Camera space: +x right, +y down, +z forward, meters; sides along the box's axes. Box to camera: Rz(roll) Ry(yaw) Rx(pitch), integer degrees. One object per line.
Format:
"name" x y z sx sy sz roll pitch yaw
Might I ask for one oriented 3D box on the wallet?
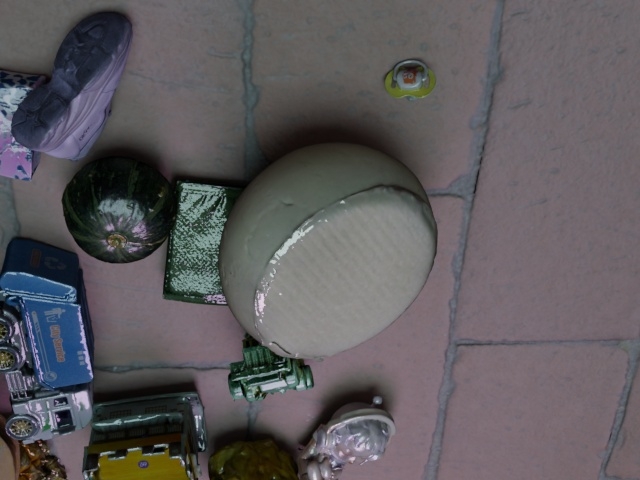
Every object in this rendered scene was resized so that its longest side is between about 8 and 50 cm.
"wallet" -0.187 0.004 1.455 0.160 0.055 0.236 4 116 -15

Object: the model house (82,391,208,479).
"model house" -0.330 0.406 1.580 0.224 0.215 0.198 -8 124 -4

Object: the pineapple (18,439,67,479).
"pineapple" -0.593 0.492 1.644 0.164 0.140 0.250 35 107 -26

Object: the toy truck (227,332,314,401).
"toy truck" -0.097 0.218 1.507 0.128 0.259 0.135 -13 80 4

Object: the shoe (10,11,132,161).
"shoe" -0.354 -0.227 1.270 0.095 0.137 0.245 34 87 17

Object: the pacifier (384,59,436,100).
"pacifier" 0.148 -0.255 1.356 0.083 0.068 0.064 1 157 11

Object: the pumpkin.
"pumpkin" -0.326 -0.050 1.349 0.190 0.146 0.190 -5 123 -7

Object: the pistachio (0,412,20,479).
"pistachio" -0.670 0.448 1.464 0.238 0.229 0.321 30 90 -20

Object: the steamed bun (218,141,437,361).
"steamed bun" 0.000 0.000 1.356 0.374 0.241 0.374 -20 139 -19

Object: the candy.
"candy" -0.482 -0.181 1.292 0.092 0.073 0.160 8 119 -11

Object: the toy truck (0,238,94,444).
"toy truck" -0.494 0.182 1.466 0.175 0.146 0.367 -6 121 -10

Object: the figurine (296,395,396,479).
"figurine" 0.058 0.417 1.684 0.162 0.141 0.237 31 111 -37

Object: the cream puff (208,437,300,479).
"cream puff" -0.132 0.521 1.679 0.196 0.244 0.244 -13 122 15
